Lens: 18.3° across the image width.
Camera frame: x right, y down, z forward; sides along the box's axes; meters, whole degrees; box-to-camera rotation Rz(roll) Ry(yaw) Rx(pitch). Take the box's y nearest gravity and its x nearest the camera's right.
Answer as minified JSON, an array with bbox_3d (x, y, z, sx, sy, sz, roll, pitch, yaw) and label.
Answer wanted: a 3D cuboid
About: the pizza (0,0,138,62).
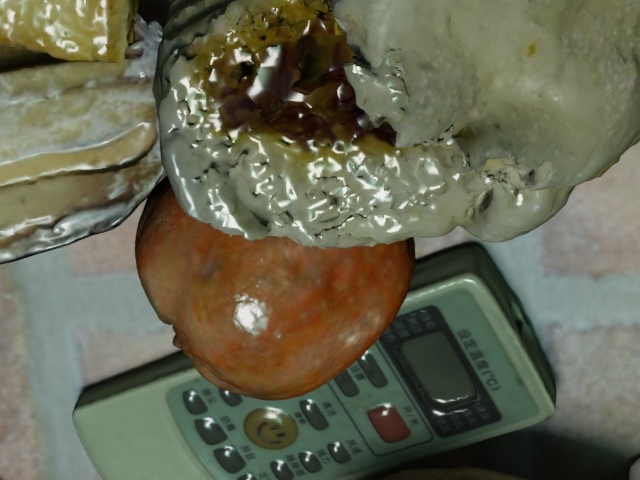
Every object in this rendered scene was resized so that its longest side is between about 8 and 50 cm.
[{"bbox_3d":[-0.195,-0.237,0.976,0.258,0.087,0.268,14,116,5],"label":"pizza"}]

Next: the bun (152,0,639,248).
[{"bbox_3d":[0.061,-0.107,0.941,0.205,0.281,0.281,36,120,-26],"label":"bun"}]

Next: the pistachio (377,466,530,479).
[{"bbox_3d":[0.124,0.341,1.214,0.365,0.281,0.445,-12,110,37],"label":"pistachio"}]

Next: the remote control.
[{"bbox_3d":[-0.008,0.099,1.198,0.285,0.038,0.123,-20,119,18],"label":"remote control"}]

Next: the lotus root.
[{"bbox_3d":[-0.222,-0.052,1.096,0.329,0.078,0.167,-10,90,9],"label":"lotus root"}]

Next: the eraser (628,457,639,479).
[{"bbox_3d":[0.295,0.192,1.207,0.124,0.068,0.210,-34,114,22],"label":"eraser"}]

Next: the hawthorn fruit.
[{"bbox_3d":[-0.016,0.003,1.077,0.149,0.149,0.189,40,119,-18],"label":"hawthorn fruit"}]
